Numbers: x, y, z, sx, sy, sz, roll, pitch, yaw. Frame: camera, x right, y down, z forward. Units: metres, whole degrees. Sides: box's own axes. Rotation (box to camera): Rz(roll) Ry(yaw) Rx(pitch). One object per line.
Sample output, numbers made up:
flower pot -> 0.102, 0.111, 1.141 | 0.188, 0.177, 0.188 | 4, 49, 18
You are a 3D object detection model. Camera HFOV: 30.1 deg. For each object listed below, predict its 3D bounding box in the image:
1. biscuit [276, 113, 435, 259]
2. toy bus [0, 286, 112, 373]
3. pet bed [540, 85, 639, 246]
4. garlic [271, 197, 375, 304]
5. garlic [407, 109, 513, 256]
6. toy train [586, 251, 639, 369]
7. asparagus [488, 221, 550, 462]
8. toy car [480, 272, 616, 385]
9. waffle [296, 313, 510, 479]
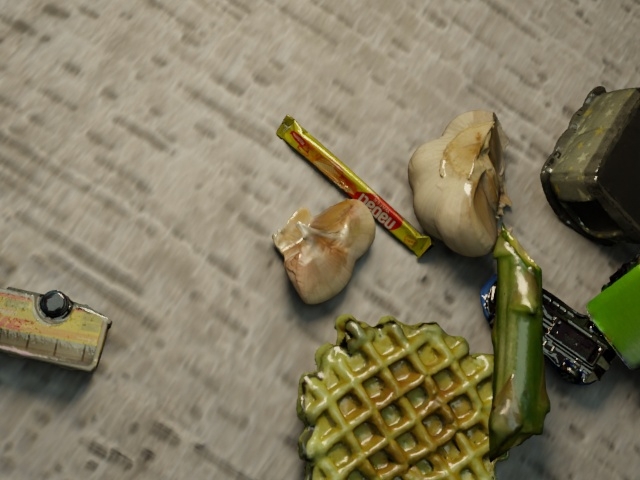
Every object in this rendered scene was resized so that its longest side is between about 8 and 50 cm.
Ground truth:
biscuit -> 0.052, -0.081, 1.768 | 0.292, 0.048, 0.026 | 41, 41, 4
toy bus -> -0.419, 0.106, 1.600 | 0.268, 0.092, 0.106 | 14, 80, -7
pet bed -> 0.442, -0.111, 1.803 | 0.183, 0.159, 0.211 | 42, 70, -23
garlic -> 0.010, 0.006, 1.709 | 0.124, 0.099, 0.174 | 48, 69, -9
garlic -> 0.202, -0.077, 1.754 | 0.143, 0.178, 0.229 | -6, 51, 19
toy train -> 0.558, 0.103, 1.720 | 0.307, 0.173, 0.248 | -27, 75, -36
asparagus -> 0.276, 0.140, 1.664 | 0.085, 0.082, 0.342 | -4, 72, 33
toy car -> 0.329, 0.129, 1.744 | 0.216, 0.063, 0.103 | 35, 70, 8
waffle -> 0.115, 0.254, 1.661 | 0.317, 0.073, 0.297 | 14, 76, -14
